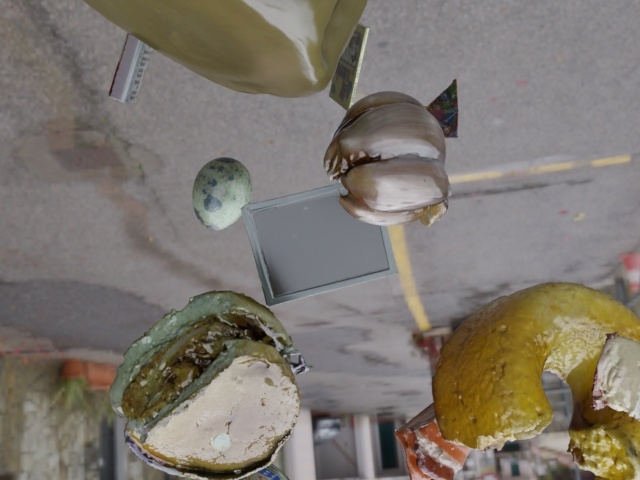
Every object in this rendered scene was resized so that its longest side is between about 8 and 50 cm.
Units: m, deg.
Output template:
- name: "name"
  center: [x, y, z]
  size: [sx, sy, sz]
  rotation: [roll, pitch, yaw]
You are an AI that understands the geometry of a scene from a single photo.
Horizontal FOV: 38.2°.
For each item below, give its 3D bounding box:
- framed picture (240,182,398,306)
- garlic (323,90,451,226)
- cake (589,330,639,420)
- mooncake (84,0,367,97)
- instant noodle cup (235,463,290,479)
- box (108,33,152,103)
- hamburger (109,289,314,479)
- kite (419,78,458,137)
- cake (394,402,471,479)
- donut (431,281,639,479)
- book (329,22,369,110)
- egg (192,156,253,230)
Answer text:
- name: "framed picture"
  center: [0.000, 0.000, 1.690]
  size: [0.252, 0.197, 0.014]
  rotation: [-14, -165, 1]
- name: "garlic"
  center: [0.109, -0.130, 1.345]
  size: [0.191, 0.214, 0.160]
  rotation: [8, 165, -28]
- name: "cake"
  center: [0.471, 0.224, 1.416]
  size: [0.086, 0.116, 0.220]
  rotation: [19, 169, 28]
- name: "mooncake"
  center: [-0.149, -0.410, 1.315]
  size: [0.467, 0.262, 0.467]
  rotation: [25, 167, 6]
- name: "instant noodle cup"
  center: [-0.160, 0.577, 1.928]
  size: [0.205, 0.204, 0.153]
  rotation: [-9, -179, 16]
- name: "box"
  center: [-0.318, -0.328, 1.609]
  size: [0.036, 0.177, 0.115]
  rotation: [19, -171, -3]
- name: "hamburger"
  center: [-0.174, 0.261, 1.573]
  size: [0.318, 0.195, 0.277]
  rotation: [-38, 131, 11]
- name: "kite"
  center: [0.236, -0.266, 1.973]
  size: [0.190, 0.159, 0.010]
  rotation: [-42, 156, -1]
- name: "cake"
  center: [0.242, 0.346, 1.782]
  size: [0.135, 0.287, 0.098]
  rotation: [45, 145, -7]
- name: "donut"
  center: [0.426, 0.236, 1.606]
  size: [0.435, 0.377, 0.163]
  rotation: [17, 149, -14]
- name: "book"
  center: [0.065, -0.405, 2.114]
  size: [0.013, 0.192, 0.168]
  rotation: [6, -161, -17]
- name: "egg"
  center: [-0.234, -0.108, 2.190]
  size: [0.141, 0.181, 0.141]
  rotation: [19, -168, -4]
